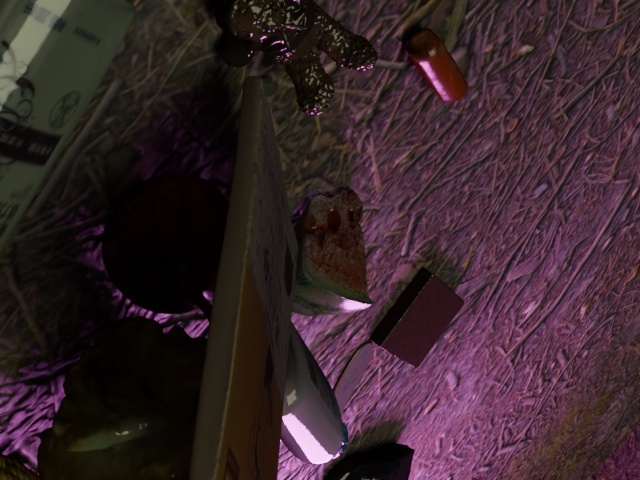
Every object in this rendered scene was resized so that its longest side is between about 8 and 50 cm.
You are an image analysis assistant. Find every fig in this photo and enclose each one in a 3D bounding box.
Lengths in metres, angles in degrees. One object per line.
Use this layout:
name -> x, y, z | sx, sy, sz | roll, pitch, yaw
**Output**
fig -> -0.132, 0.018, 0.962 | 0.128, 0.128, 0.150 | 69, 22, -58

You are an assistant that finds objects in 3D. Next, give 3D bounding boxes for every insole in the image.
insole -> 0.033, 0.222, 1.572 | 0.064, 0.004, 0.188 | -11, 130, -50

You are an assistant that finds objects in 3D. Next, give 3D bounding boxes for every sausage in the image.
sausage -> 0.128, -0.194, 1.211 | 0.039, 0.041, 0.131 | -34, 153, 11

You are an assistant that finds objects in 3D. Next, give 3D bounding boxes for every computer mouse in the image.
computer mouse -> 0.085, 0.397, 1.774 | 0.217, 0.073, 0.122 | 1, 121, -58

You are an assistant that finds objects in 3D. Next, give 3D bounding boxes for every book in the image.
book -> -0.057, 0.086, 0.947 | 0.269, 0.032, 0.389 | 80, 11, -55

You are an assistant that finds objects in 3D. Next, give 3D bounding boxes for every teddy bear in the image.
teddy bear -> -0.029, -0.189, 0.957 | 0.119, 0.078, 0.160 | -39, 139, 20

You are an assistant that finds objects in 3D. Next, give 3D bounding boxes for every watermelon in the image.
watermelon -> 0.008, 0.015, 1.203 | 0.098, 0.121, 0.158 | 34, 88, -40

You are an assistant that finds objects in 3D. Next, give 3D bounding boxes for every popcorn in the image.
popcorn -> -0.156, 0.188, 1.042 | 0.221, 0.204, 0.183 | -55, 154, -50

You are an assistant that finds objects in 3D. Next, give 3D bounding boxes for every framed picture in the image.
framed picture -> 0.145, 0.116, 1.602 | 0.128, 0.023, 0.168 | -54, 152, 0

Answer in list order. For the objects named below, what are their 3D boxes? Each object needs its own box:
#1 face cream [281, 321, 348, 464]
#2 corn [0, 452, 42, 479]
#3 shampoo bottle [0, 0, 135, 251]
face cream -> -0.030, 0.178, 1.274 | 0.080, 0.163, 0.336 | -25, 150, 0
corn -> -0.296, 0.258, 1.021 | 0.101, 0.101, 0.291 | -46, 150, -13
shampoo bottle -> -0.258, -0.035, 0.773 | 0.359, 0.078, 0.134 | -58, 155, 8
